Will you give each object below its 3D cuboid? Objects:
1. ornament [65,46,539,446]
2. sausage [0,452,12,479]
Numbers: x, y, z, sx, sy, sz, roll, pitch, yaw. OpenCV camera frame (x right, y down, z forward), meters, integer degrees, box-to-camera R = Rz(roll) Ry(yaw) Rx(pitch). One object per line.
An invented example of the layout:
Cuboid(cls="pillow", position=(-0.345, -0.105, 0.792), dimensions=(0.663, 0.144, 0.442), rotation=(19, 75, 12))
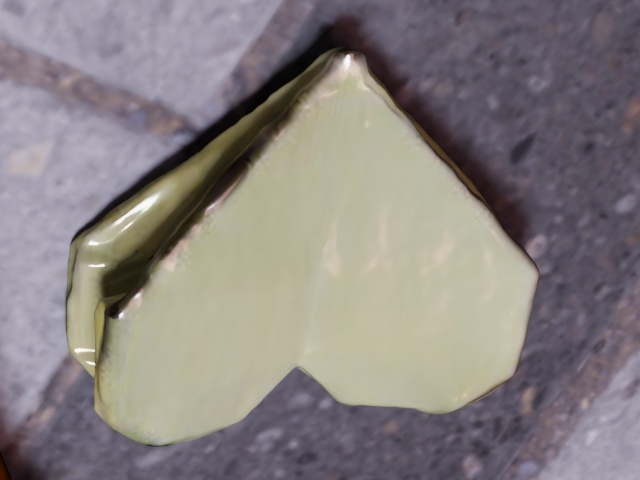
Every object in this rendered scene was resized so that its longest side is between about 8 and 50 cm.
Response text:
Cuboid(cls="ornament", position=(0.000, 0.000, 0.825), dimensions=(0.201, 0.059, 0.180), rotation=(-3, 121, -24))
Cuboid(cls="sausage", position=(-0.145, 0.117, 0.824), dimensions=(0.103, 0.076, 0.302), rotation=(-33, 129, -9))
